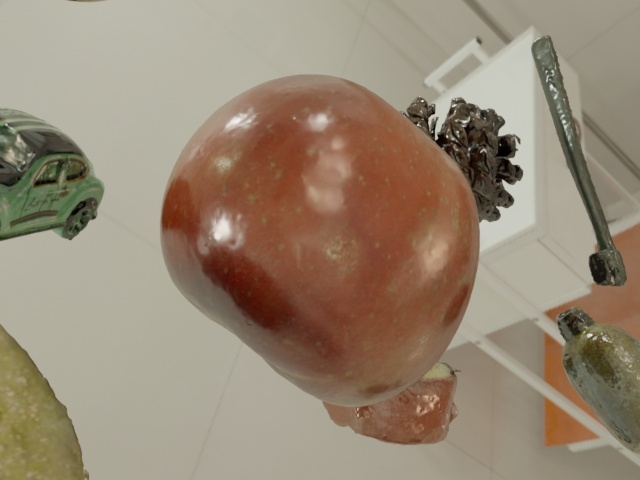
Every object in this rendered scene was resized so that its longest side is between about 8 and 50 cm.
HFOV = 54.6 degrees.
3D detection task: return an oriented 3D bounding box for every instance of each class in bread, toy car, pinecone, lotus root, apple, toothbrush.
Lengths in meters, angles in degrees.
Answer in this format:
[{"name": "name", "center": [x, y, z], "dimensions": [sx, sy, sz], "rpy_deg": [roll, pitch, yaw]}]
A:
[{"name": "bread", "center": [0.123, 0.256, 1.035], "dimensions": [0.190, 0.244, 0.123], "rpy_deg": [-167, 88, -68]}, {"name": "toy car", "center": [-0.343, -0.073, 0.658], "dimensions": [0.125, 0.136, 0.306], "rpy_deg": [-57, -4, 11]}, {"name": "pinecone", "center": [0.245, -0.152, 1.209], "dimensions": [0.298, 0.295, 0.242], "rpy_deg": [117, 147, -63]}, {"name": "lotus root", "center": [0.354, 0.165, 0.747], "dimensions": [0.088, 0.192, 0.113], "rpy_deg": [-26, -17, -25]}, {"name": "apple", "center": [0.000, 0.000, 0.669], "dimensions": [0.277, 0.348, 0.348], "rpy_deg": [-53, 19, -14]}, {"name": "toothbrush", "center": [0.281, -0.093, 0.687], "dimensions": [0.030, 0.030, 0.297], "rpy_deg": [-34, 65, 61]}]

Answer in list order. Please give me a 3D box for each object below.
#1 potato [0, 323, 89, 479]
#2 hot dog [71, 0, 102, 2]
[{"name": "potato", "center": [-0.378, 0.257, 0.380], "dimensions": [0.319, 0.385, 0.442], "rpy_deg": [-49, 59, 25]}, {"name": "hot dog", "center": [-0.096, -0.174, 0.304], "dimensions": [0.140, 0.090, 0.060], "rpy_deg": [-34, 60, 2]}]
